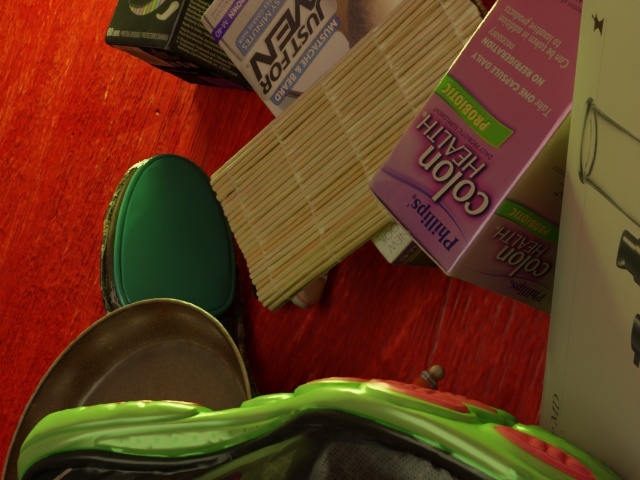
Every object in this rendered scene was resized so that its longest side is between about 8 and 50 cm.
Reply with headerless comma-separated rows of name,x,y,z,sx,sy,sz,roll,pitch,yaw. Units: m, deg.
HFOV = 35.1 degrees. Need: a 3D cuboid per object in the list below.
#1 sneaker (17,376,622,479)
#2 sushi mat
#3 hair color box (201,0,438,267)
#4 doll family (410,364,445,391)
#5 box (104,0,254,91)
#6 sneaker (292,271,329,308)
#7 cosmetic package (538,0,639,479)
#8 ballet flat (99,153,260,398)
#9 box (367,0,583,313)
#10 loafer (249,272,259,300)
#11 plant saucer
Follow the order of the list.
sneaker,-0.019,0.205,0.674,0.483,0.185,0.202,-13,67,38
sushi mat,0.031,-0.081,0.872,0.316,0.019,0.151,-38,66,30
hair color box,0.051,-0.159,0.937,0.185,0.110,0.339,-49,63,23
doll family,0.022,0.213,0.838,0.118,0.163,0.262,20,90,50
box,-0.132,-0.339,1.255,0.165,0.143,0.270,17,86,49
sneaker,0.000,0.000,1.038,0.070,0.051,0.134,-22,54,47
cosmetic package,0.225,0.073,0.535,0.284,0.098,0.377,-116,21,-60
ballet flat,-0.156,0.128,1.096,0.182,0.164,0.482,-61,38,42
box,0.197,-0.074,0.727,0.243,0.214,0.117,-56,42,16
loafer,-0.049,-0.010,1.102,0.061,0.062,0.170,148,135,-64
plant saucer,-0.170,0.205,0.914,0.311,0.050,0.310,-18,57,29
